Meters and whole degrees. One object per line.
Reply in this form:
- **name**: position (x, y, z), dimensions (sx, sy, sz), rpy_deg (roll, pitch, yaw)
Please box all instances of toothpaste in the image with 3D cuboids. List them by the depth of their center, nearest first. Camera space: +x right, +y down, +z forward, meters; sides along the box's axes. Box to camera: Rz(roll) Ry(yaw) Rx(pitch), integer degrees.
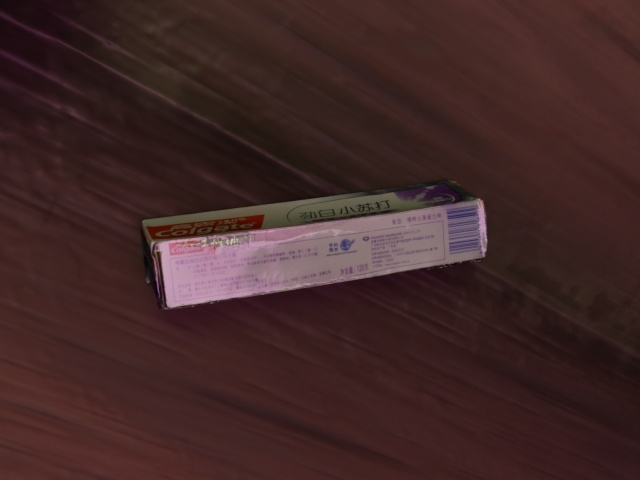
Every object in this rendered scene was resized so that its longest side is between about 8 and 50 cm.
- **toothpaste**: position (0.000, 0.000, 0.458), dimensions (0.196, 0.047, 0.040), rpy_deg (-8, 111, -18)
